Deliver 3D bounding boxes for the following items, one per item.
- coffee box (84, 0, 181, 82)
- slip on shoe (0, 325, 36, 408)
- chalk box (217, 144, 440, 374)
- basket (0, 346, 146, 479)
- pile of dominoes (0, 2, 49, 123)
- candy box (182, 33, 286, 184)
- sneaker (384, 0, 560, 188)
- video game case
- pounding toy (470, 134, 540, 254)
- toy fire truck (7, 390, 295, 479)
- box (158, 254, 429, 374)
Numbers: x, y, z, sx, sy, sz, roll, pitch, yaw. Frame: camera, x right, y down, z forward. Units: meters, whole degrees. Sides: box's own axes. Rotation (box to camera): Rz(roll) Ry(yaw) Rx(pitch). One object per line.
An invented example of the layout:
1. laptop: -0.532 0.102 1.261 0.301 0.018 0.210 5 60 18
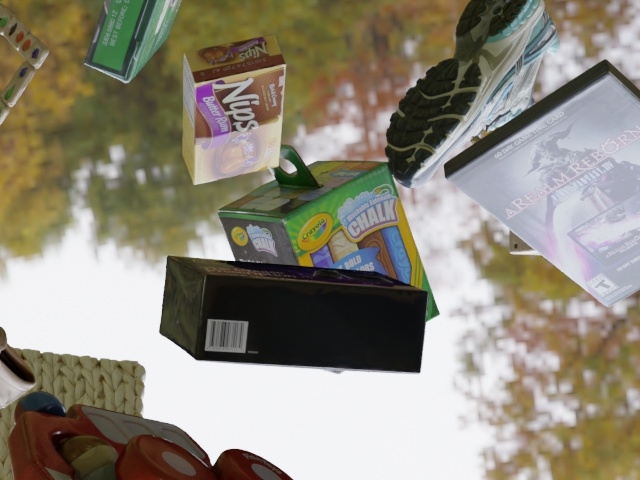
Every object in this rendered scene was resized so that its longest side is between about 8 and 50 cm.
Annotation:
1. coffee box: -0.131 -0.194 1.398 0.040 0.113 0.184 22 -162 -2
2. slip on shoe: -0.242 0.070 1.285 0.041 0.135 0.051 -19 -138 2
3. chalk box: 0.000 0.000 2.375 0.179 0.289 0.180 -27 -162 -28
4. basket: -0.375 0.355 2.355 0.266 0.331 0.328 6 -145 -8
5. pile of dominoes: -0.460 -0.217 2.336 0.040 0.196 0.251 29 -172 -39
6. candy box: -0.101 -0.149 2.090 0.109 0.187 0.053 -13 -123 -14
7. sneaker: 0.188 -0.162 2.083 0.110 0.122 0.283 19 -111 52
8. video game case: 0.281 -0.049 1.786 0.196 0.274 0.026 -33 -139 27
9. pounding toy: 0.247 -0.050 1.960 0.141 0.130 0.100 3 175 -32
10. toy fire truck: -0.181 0.243 1.754 0.302 0.169 0.254 18 -164 -48
11. box: -0.033 0.083 2.056 0.261 0.103 0.184 5 -178 -19
